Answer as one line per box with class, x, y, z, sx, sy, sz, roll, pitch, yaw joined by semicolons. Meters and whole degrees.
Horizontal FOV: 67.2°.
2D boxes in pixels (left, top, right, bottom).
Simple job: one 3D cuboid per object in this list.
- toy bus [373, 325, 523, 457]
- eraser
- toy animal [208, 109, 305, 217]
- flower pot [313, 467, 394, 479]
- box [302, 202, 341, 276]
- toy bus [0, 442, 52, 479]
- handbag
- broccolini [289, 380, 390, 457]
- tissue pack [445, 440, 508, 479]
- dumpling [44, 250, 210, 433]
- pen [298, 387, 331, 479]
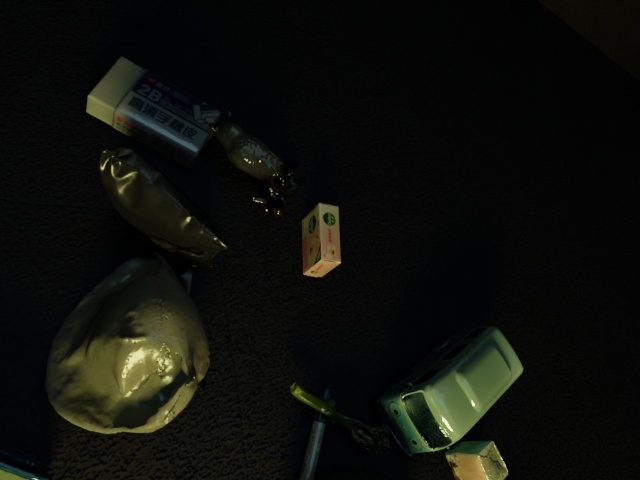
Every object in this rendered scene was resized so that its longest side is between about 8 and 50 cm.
toy bus;0.250;0.277;0.913;0.271;0.164;0.133;-27;83;-35
eraser;-0.309;-0.240;0.910;0.210;0.068;0.125;28;58;-13
toy animal;-0.121;-0.155;0.917;0.210;0.117;0.121;49;58;-24
flower pot;0.064;0.453;0.733;0.242;0.157;0.190;30;54;-30
box;0.000;0.000;0.953;0.043;0.089;0.125;9;62;-24
toy bus;-0.479;0.285;0.533;0.287;0.138;0.175;30;58;-13
handbag;-0.238;-0.033;0.746;0.211;0.254;0.089;38;71;-10
broccolini;0.037;0.307;0.827;0.216;0.067;0.058;39;13;-23
tissue pack;0.296;0.424;0.913;0.058;0.094;0.074;-17;78;-34
dumpling;-0.265;0.155;0.712;0.163;0.204;0.293;42;15;-49
pen;-0.012;0.354;0.824;0.025;0.025;0.204;26;57;-16
